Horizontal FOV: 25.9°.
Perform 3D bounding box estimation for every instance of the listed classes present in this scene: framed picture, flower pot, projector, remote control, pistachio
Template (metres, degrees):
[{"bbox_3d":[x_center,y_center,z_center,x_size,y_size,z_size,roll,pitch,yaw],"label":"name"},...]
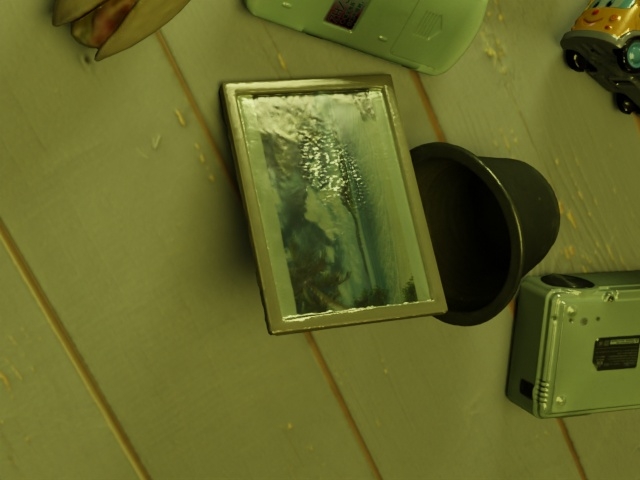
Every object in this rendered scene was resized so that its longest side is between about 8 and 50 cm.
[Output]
[{"bbox_3d":[0.014,-0.048,1.667,0.232,0.024,0.315,-6,75,-23],"label":"framed picture"},{"bbox_3d":[0.205,-0.022,1.764,0.148,0.235,0.235,-18,112,-42],"label":"flower pot"},{"bbox_3d":[0.399,0.142,1.945,0.256,0.099,0.192,-2,104,-25],"label":"projector"},{"bbox_3d":[0.061,-0.294,1.673,0.296,0.056,0.140,14,123,-27],"label":"remote control"},{"bbox_3d":[-0.199,-0.295,1.523,0.144,0.144,0.215,38,94,-28],"label":"pistachio"}]

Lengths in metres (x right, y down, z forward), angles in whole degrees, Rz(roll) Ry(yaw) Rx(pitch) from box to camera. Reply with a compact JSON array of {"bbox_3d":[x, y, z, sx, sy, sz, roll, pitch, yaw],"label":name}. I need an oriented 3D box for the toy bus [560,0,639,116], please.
[{"bbox_3d":[0.429,-0.253,1.837,0.209,0.126,0.136,34,80,-28],"label":"toy bus"}]
